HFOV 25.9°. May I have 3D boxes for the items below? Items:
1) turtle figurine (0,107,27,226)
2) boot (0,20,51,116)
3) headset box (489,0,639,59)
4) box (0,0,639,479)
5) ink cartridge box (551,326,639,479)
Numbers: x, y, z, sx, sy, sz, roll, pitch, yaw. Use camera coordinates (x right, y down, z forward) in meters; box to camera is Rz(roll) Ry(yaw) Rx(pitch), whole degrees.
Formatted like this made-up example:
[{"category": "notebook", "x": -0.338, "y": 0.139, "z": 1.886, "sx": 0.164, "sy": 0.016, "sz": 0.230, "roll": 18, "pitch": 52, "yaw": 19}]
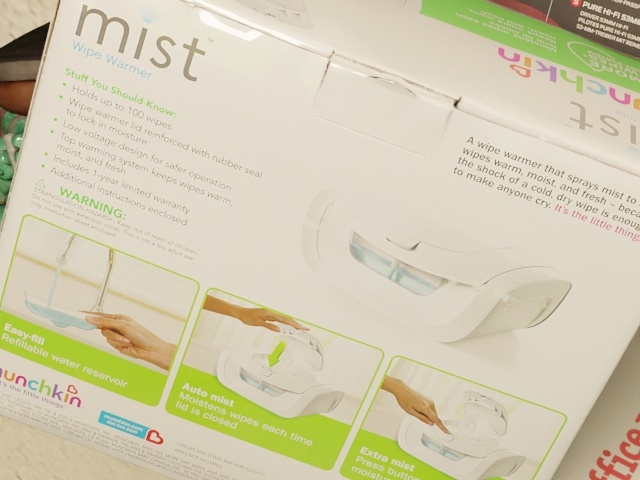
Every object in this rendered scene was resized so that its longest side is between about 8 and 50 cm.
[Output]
[{"category": "turtle figurine", "x": -0.252, "y": -0.072, "z": 0.958, "sx": 0.175, "sy": 0.118, "sz": 0.234, "roll": -19, "pitch": 86, "yaw": 20}, {"category": "boot", "x": -0.050, "y": 0.011, "z": 0.772, "sx": 0.264, "sy": 0.096, "sz": 0.280, "roll": 2, "pitch": 119, "yaw": 15}, {"category": "headset box", "x": 0.098, "y": -0.100, "z": 0.746, "sx": 0.218, "sy": 0.110, "sz": 0.293, "roll": 22, "pitch": 122, "yaw": 19}, {"category": "box", "x": 0.000, "y": 0.000, "z": 0.618, "sx": 0.262, "sy": 0.127, "sz": 0.231, "roll": 20, "pitch": 120, "yaw": -1}, {"category": "ink cartridge box", "x": 0.250, "y": 0.203, "z": 0.726, "sx": 0.307, "sy": 0.223, "sz": 0.129, "roll": 28, "pitch": 123, "yaw": 16}]
